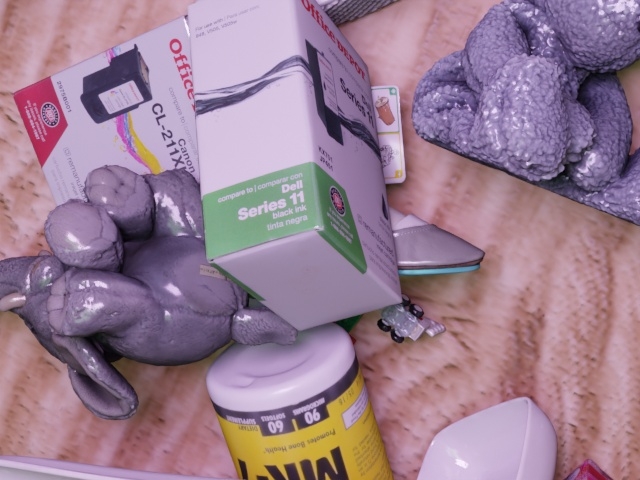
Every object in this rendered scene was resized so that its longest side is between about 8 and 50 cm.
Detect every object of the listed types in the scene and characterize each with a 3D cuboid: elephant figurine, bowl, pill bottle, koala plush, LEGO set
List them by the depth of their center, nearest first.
[{"bbox_3d":[0.181,-0.147,0.904,0.196,0.203,0.221,18,96,-31],"label":"koala plush"},{"bbox_3d":[0.128,0.202,0.981,0.053,0.142,0.142,34,143,-16],"label":"bowl"},{"bbox_3d":[-0.167,0.051,0.995,0.239,0.169,0.186,-43,63,51],"label":"elephant figurine"},{"bbox_3d":[-0.006,0.179,1.009,0.119,0.119,0.208,-12,112,14],"label":"pill bottle"},{"bbox_3d":[0.000,0.000,1.045,0.183,0.060,0.244,-3,97,25],"label":"LEGO set"}]

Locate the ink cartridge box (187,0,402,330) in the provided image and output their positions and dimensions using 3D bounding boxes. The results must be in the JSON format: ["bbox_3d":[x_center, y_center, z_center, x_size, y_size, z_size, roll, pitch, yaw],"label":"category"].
[{"bbox_3d":[-0.018,-0.062,0.894,0.087,0.153,0.208,-17,63,19],"label":"ink cartridge box"}]

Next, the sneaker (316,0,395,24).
[{"bbox_3d":[0.044,-0.270,0.958,0.282,0.102,0.161,-28,88,6],"label":"sneaker"}]

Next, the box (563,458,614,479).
[{"bbox_3d":[0.255,0.316,0.987,0.257,0.122,0.128,45,106,2],"label":"box"}]

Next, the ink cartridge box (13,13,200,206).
[{"bbox_3d":[-0.141,-0.095,1.020,0.175,0.072,0.127,-20,94,25],"label":"ink cartridge box"}]

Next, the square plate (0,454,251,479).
[{"bbox_3d":[-0.084,0.300,1.005,0.347,0.049,0.344,2,124,15],"label":"square plate"}]

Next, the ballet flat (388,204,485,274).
[{"bbox_3d":[0.019,-0.001,0.971,0.213,0.072,0.068,-6,93,22],"label":"ballet flat"}]
